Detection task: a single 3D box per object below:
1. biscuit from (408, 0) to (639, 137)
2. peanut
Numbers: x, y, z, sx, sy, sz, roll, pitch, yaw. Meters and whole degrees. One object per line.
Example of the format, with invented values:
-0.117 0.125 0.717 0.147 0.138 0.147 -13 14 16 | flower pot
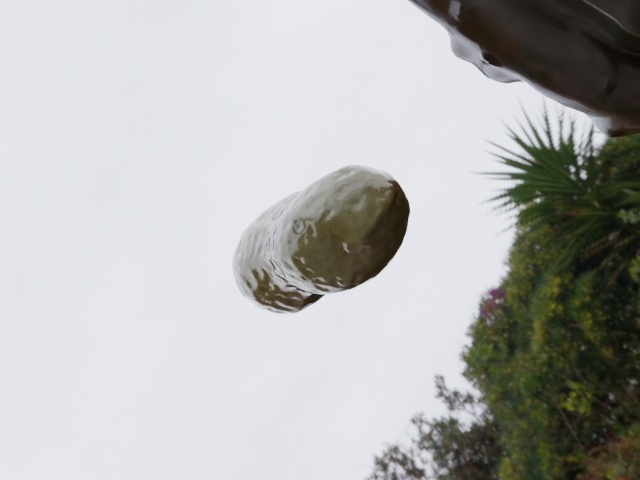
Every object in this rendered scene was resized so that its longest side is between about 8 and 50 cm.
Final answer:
0.142 -0.175 0.419 0.332 0.332 0.103 6 -42 -23 | biscuit
0.000 0.000 0.805 0.111 0.274 0.125 42 -118 -13 | peanut
